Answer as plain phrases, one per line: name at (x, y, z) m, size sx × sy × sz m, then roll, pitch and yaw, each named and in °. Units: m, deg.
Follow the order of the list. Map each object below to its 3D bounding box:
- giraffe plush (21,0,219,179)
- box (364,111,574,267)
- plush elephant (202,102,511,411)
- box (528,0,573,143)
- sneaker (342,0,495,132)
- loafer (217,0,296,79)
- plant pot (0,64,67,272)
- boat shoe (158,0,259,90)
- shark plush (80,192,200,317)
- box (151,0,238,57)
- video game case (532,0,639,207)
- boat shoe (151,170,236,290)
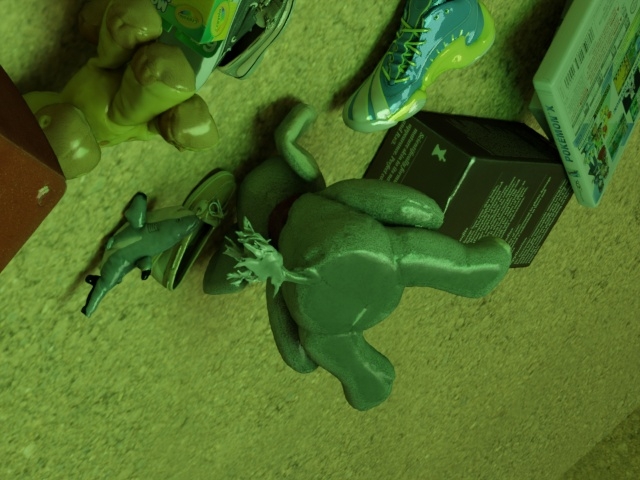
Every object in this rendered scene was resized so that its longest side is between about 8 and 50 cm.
giraffe plush at (-0.220, -0.122, 1.405) m, size 0.170 × 0.181 × 0.210 m, roll -31°, pitch -177°, yaw -16°
box at (0.212, -0.065, 2.132) m, size 0.381 × 0.143 × 0.191 m, roll -2°, pitch 125°, yaw -59°
plush elephant at (0.000, 0.000, 1.760) m, size 0.330 × 0.255 × 0.272 m, roll 24°, pitch 115°, yaw -31°
box at (0.365, -0.249, 2.185) m, size 0.186 × 0.038 × 0.145 m, roll -69°, pitch 154°, yaw -9°
sneaker at (0.108, -0.240, 1.837) m, size 0.240 × 0.091 × 0.126 m, roll -40°, pitch 133°, yaw -21°
loafer at (-0.069, -0.228, 1.600) m, size 0.039 × 0.045 × 0.125 m, roll 7°, pitch 121°, yaw -52°
plant pot at (-0.358, -0.064, 1.138) m, size 0.267 × 0.236 × 0.267 m, roll -51°, pitch 154°, yaw -1°
boat shoe at (-0.093, -0.236, 1.484) m, size 0.076 × 0.080 × 0.228 m, roll -7°, pitch 136°, yaw -39°
shark plush at (-0.209, 0.016, 1.652) m, size 0.161 × 0.067 × 0.073 m, roll -43°, pitch 152°, yaw -18°
box at (-0.117, -0.268, 1.404) m, size 0.043 × 0.105 × 0.179 m, roll -22°, pitch 142°, yaw -50°
video game case at (0.416, -0.261, 2.156) m, size 0.329 × 0.036 × 0.300 m, roll -62°, pitch 146°, yaw -22°
boat shoe at (-0.143, -0.012, 1.741) m, size 0.153 × 0.048 × 0.056 m, roll -51°, pitch 153°, yaw -2°
